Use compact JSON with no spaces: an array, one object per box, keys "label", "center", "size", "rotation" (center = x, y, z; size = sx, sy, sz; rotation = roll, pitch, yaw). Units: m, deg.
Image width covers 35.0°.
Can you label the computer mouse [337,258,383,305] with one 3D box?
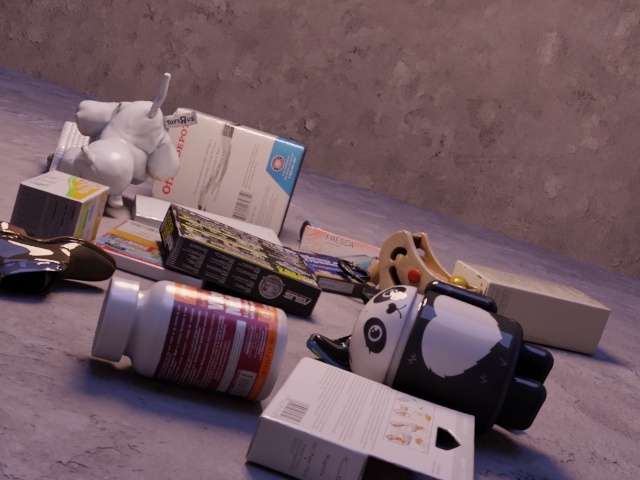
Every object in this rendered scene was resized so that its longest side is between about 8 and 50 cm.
[{"label":"computer mouse","center":[0.087,0.100,1.940],"size":[0.071,0.041,0.242],"rotation":[12,19,-26]}]

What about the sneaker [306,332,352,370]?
[{"label":"sneaker","center":[0.058,0.157,1.537],"size":[0.188,0.078,0.067],"rotation":[10,12,-34]}]

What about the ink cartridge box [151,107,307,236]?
[{"label":"ink cartridge box","center":[-0.210,-0.160,2.361],"size":[0.307,0.223,0.129],"rotation":[18,9,0]}]

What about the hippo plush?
[{"label":"hippo plush","center":[-0.409,-0.159,2.105],"size":[0.294,0.236,0.234],"rotation":[-9,-49,31]}]

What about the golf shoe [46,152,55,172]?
[{"label":"golf shoe","center":[-0.527,-0.160,2.291],"size":[0.176,0.069,0.086],"rotation":[17,4,-7]}]

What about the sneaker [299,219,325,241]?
[{"label":"sneaker","center":[0.000,0.000,2.360],"size":[0.059,0.053,0.144],"rotation":[9,22,-36]}]

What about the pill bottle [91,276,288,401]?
[{"label":"pill bottle","center":[-0.161,0.118,1.252],"size":[0.221,0.121,0.121],"rotation":[15,10,-14]}]

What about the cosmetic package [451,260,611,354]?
[{"label":"cosmetic package","center":[0.436,0.143,2.158],"size":[0.309,0.113,0.160],"rotation":[14,11,-21]}]

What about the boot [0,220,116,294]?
[{"label":"boot","center":[-0.386,0.048,1.459],"size":[0.219,0.082,0.106],"rotation":[15,31,-37]}]

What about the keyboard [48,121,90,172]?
[{"label":"keyboard","center":[-0.545,-0.187,2.224],"size":[0.072,0.014,0.256],"rotation":[14,36,-12]}]

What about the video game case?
[{"label":"video game case","center":[-0.288,0.023,1.818],"size":[0.204,0.025,0.285],"rotation":[18,10,0]}]

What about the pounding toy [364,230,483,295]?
[{"label":"pounding toy","center":[0.215,0.069,2.058],"size":[0.269,0.154,0.155],"rotation":[26,13,37]}]

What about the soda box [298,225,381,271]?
[{"label":"soda box","center":[0.045,0.024,2.238],"size":[0.183,0.063,0.058],"rotation":[17,-7,0]}]

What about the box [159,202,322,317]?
[{"label":"box","center":[-0.147,0.032,1.800],"size":[0.270,0.060,0.216],"rotation":[22,11,-18]}]

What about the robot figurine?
[{"label":"robot figurine","center":[0.178,0.166,1.419],"size":[0.278,0.173,0.209],"rotation":[19,11,7]}]

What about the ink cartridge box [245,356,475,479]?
[{"label":"ink cartridge box","center":[0.059,0.231,1.201],"size":[0.239,0.060,0.275],"rotation":[20,10,6]}]

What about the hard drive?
[{"label":"hard drive","center":[-0.238,-0.023,2.113],"size":[0.307,0.040,0.203],"rotation":[14,11,-14]}]

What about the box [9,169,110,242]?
[{"label":"box","center":[-0.430,-0.041,1.670],"size":[0.103,0.114,0.203],"rotation":[18,9,-2]}]

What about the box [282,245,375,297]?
[{"label":"box","center":[0.004,0.059,2.095],"size":[0.136,0.036,0.225],"rotation":[12,10,-28]}]
